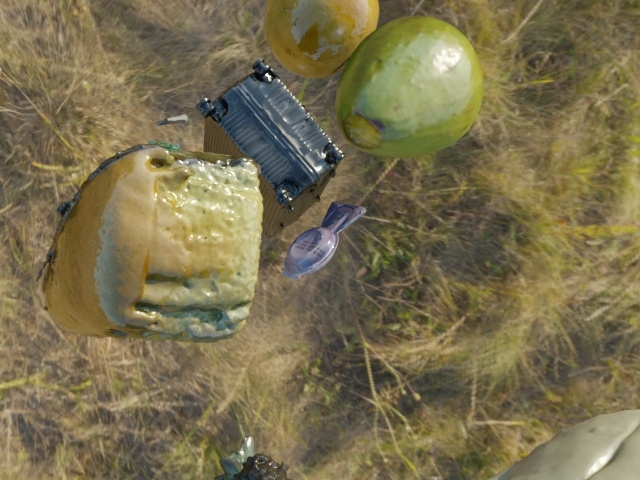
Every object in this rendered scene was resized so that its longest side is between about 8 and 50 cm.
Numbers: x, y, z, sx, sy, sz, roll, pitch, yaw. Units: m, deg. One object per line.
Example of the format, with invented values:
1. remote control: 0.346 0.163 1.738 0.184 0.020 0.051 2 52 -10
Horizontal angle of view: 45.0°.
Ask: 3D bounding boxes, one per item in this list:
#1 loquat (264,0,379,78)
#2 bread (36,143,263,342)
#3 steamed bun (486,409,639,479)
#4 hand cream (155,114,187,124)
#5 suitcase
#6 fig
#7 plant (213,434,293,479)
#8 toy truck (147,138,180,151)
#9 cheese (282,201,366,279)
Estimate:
1. loquat: 0.003 -0.484 1.687 0.263 0.263 0.263 -3 99 -19
2. bread: -0.180 0.029 0.819 0.204 0.162 0.262 7 128 -33
3. steamed bun: 0.254 0.333 0.766 0.247 0.236 0.383 -20 138 -49
4. hand cream: -0.297 -0.242 1.564 0.030 0.093 0.019 -18 97 25
5. suitcase: -0.102 -0.148 1.408 0.152 0.335 0.229 -39 87 -15
6. fig: 0.154 -0.272 1.423 0.326 0.258 0.258 -37 112 -46
7. plant: -0.118 0.469 1.440 0.142 0.203 0.131 -46 138 6
8. toy truck: -0.355 -0.156 1.727 0.077 0.169 0.100 7 78 -11
9. cheese: 0.000 0.000 1.419 0.191 0.105 0.042 -50 128 -21
